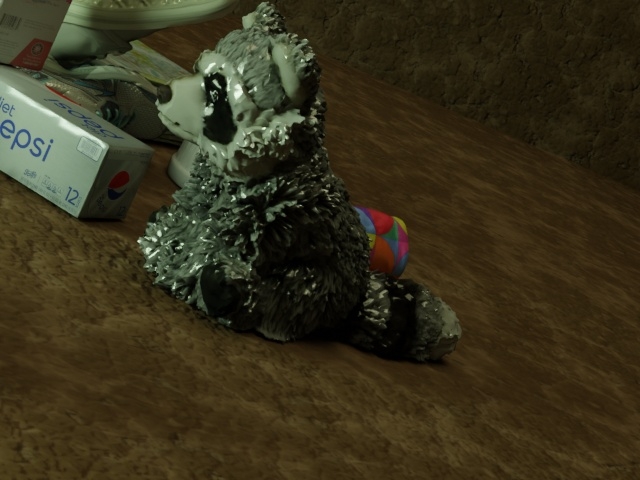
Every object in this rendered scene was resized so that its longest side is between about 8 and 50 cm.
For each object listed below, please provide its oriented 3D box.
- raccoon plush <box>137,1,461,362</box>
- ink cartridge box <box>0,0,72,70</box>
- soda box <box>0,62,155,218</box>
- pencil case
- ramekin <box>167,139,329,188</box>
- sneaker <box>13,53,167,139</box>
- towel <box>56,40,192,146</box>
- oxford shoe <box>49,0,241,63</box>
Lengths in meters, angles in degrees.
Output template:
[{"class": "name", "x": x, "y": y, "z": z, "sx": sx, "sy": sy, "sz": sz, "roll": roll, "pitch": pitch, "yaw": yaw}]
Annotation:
[{"class": "raccoon plush", "x": 0.006, "y": -0.064, "z": 1.696, "sx": 0.446, "sy": 0.299, "sz": 0.216, "roll": 13, "pitch": 18, "yaw": -44}, {"class": "ink cartridge box", "x": -0.335, "y": -0.302, "z": 1.811, "sx": 0.067, "sy": 0.198, "sz": 0.115, "roll": 32, "pitch": 11, "yaw": 26}, {"class": "soda box", "x": -0.330, "y": -0.127, "z": 1.780, "sx": 0.286, "sy": 0.091, "sz": 0.098, "roll": 31, "pitch": 13, "yaw": 24}, {"class": "pencil case", "x": 0.000, "y": 0.000, "z": 1.894, "sx": 0.236, "sy": 0.104, "sz": 0.104, "roll": 16, "pitch": 16, "yaw": -41}, {"class": "ramekin", "x": -0.087, "y": -0.100, "z": 2.088, "sx": 0.207, "sy": 0.109, "sz": 0.207, "roll": 24, "pitch": 13, "yaw": -6}, {"class": "sneaker", "x": -0.302, "y": -0.153, "z": 1.979, "sx": 0.283, "sy": 0.110, "sz": 0.122, "roll": 11, "pitch": 37, "yaw": -41}, {"class": "towel", "x": -0.325, "y": -0.248, "z": 2.288, "sx": 0.374, "sy": 0.090, "sz": 0.320, "roll": 34, "pitch": 13, "yaw": 34}, {"class": "oxford shoe", "x": -0.297, "y": -0.291, "z": 2.031, "sx": 0.449, "sy": 0.130, "sz": 0.169, "roll": -4, "pitch": 43, "yaw": 20}]
